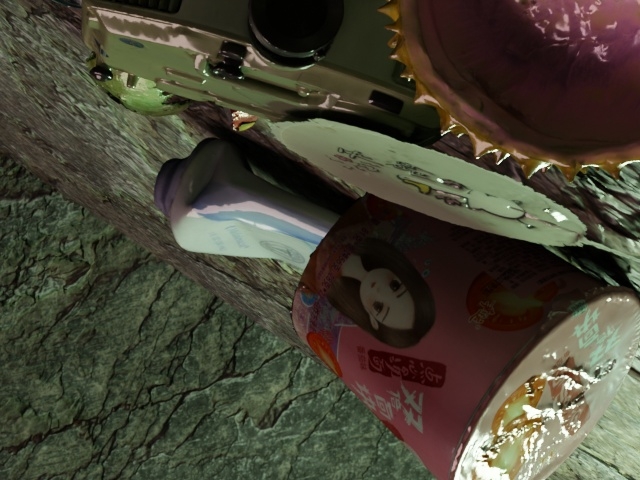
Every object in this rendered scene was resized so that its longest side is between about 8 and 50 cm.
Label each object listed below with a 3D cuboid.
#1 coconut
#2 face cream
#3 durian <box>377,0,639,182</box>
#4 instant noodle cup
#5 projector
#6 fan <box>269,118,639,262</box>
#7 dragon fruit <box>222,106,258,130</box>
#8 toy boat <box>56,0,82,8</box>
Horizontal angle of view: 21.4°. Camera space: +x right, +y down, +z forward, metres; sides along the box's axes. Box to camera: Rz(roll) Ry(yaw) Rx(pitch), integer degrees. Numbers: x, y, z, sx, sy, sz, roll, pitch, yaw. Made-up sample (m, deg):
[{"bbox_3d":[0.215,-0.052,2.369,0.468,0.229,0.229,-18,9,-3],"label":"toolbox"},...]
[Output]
[{"bbox_3d":[-0.212,-0.178,1.924,0.133,0.055,0.158,39,172,-4],"label":"coconut"},{"bbox_3d":[0.000,0.000,1.944,0.420,0.137,0.235,21,165,18],"label":"face cream"},{"bbox_3d":[0.116,-0.118,0.888,0.182,0.165,0.132,16,141,-10],"label":"durian"},{"bbox_3d":[0.118,0.079,1.478,0.231,0.243,0.243,38,173,29],"label":"instant noodle cup"},{"bbox_3d":[-0.028,-0.131,1.148,0.269,0.088,0.193,16,172,-6],"label":"projector"},{"bbox_3d":[0.160,-0.013,1.194,0.415,0.012,0.233,20,173,0],"label":"fan"},{"bbox_3d":[-0.068,-0.146,1.534,0.056,0.060,0.083,179,68,-78],"label":"dragon fruit"},{"bbox_3d":[-0.244,-0.257,1.654,0.141,0.055,0.060,28,160,40],"label":"toy boat"}]
